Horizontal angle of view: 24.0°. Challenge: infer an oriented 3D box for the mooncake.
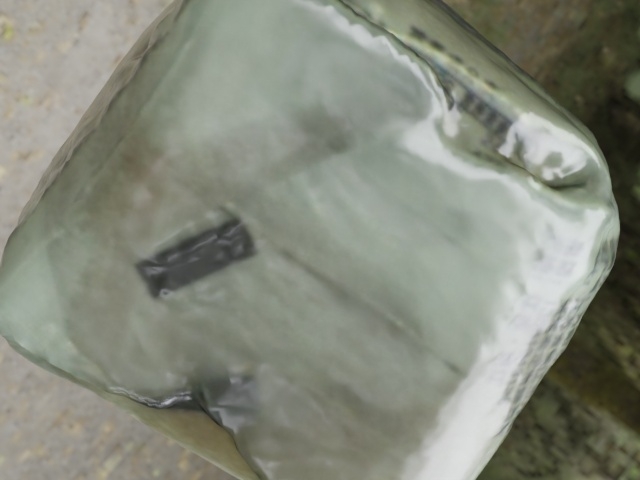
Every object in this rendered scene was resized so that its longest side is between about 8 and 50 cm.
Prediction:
[{"bbox_3d":[0.000,-0.003,0.716,0.254,0.250,0.136,-54,-168,15],"label":"mooncake"}]
